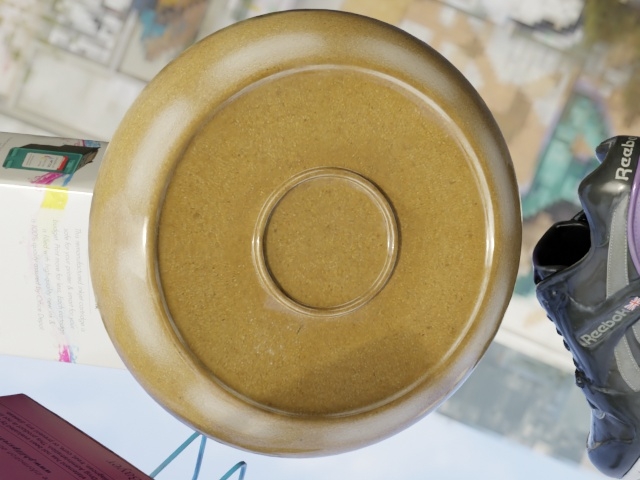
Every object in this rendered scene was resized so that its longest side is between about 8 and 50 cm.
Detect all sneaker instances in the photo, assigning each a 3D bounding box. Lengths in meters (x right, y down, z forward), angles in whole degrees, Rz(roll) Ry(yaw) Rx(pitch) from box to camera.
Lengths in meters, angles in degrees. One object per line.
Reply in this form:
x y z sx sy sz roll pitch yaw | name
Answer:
0.188 0.037 1.090 0.124 0.283 0.107 18 -132 6 | sneaker

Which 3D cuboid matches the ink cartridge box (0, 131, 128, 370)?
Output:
-0.158 0.007 1.165 0.231 0.134 0.078 6 -151 10 | ink cartridge box

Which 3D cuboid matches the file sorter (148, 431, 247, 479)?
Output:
-0.065 0.242 1.317 0.170 0.104 0.118 39 149 16 | file sorter

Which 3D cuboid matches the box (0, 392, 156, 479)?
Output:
-0.217 0.201 0.811 0.117 0.213 0.243 26 -161 35 | box

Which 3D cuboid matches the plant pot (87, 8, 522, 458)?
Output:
0.000 0.000 0.900 0.236 0.236 0.032 20 -179 -18 | plant pot
